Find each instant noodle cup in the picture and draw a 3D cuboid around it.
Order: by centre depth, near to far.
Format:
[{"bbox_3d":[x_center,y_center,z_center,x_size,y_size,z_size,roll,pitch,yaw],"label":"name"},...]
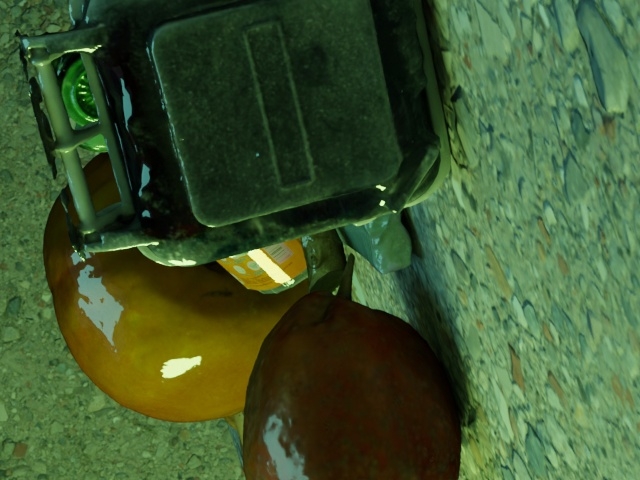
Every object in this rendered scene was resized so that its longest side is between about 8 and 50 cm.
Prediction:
[{"bbox_3d":[-0.055,-0.027,1.702,0.125,0.177,0.208,47,178,-24],"label":"instant noodle cup"}]

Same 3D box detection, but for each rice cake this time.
[{"bbox_3d":[0.037,-0.027,1.545,0.222,0.042,0.080,-143,40,-74],"label":"rice cake"}]

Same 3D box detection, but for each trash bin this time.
[{"bbox_3d":[-0.085,-0.157,1.330,0.367,0.296,0.256,-116,10,-64],"label":"trash bin"}]

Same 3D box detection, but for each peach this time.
[{"bbox_3d":[-0.154,0.045,1.896,0.301,0.343,0.343,-43,64,60],"label":"peach"}]

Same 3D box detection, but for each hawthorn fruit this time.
[{"bbox_3d":[0.023,0.145,1.502,0.210,0.210,0.262,171,90,-80],"label":"hawthorn fruit"}]

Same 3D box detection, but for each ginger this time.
[{"bbox_3d":[0.001,0.001,1.561,0.044,0.057,0.137,-19,78,37],"label":"ginger"}]

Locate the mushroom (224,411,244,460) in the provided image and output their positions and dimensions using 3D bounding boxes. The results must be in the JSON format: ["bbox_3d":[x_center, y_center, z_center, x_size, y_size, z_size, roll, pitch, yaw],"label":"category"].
[{"bbox_3d":[-0.048,0.222,2.104,0.253,0.153,0.253,164,90,-81],"label":"mushroom"}]

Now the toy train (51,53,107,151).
[{"bbox_3d":[-0.173,-0.215,1.695,0.145,0.202,0.266,-130,50,-65],"label":"toy train"}]
